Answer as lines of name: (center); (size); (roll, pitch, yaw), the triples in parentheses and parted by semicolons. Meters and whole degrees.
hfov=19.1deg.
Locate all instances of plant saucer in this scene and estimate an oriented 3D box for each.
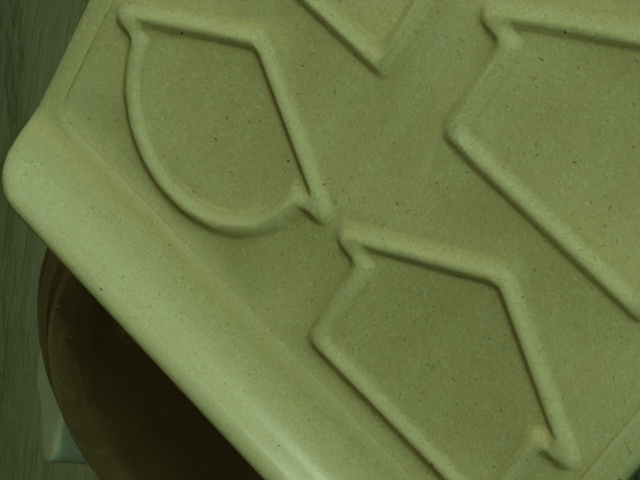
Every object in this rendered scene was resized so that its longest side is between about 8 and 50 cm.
plant saucer: (-0.025, 0.075, 0.963); (0.041, 0.278, 0.277); (-54, -16, -53)

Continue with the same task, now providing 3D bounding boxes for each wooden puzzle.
wooden puzzle: (0.048, -0.054, 0.789); (0.322, 0.080, 0.348); (45, 123, 17)

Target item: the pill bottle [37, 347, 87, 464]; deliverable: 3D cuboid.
pill bottle: (-0.054, 0.087, 1.128); (0.121, 0.216, 0.121); (-177, 90, -72)
